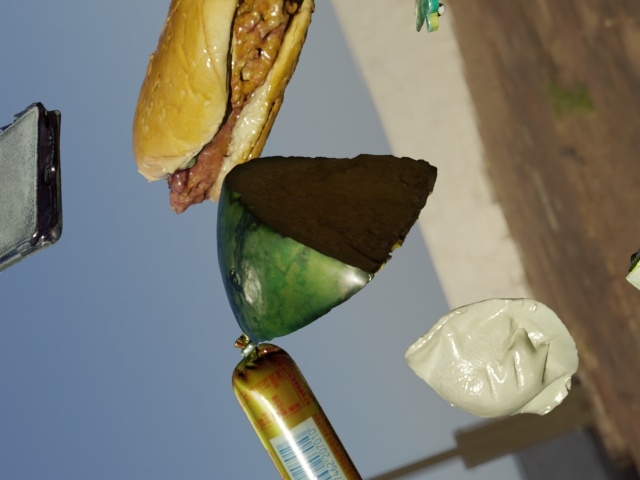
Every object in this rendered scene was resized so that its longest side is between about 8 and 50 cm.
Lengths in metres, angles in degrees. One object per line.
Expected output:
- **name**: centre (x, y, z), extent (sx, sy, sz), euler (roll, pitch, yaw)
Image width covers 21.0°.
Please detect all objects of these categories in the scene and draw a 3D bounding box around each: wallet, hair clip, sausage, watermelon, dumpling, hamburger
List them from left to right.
- **wallet**: centre (-0.356, -0.045, 1.946), extent (0.036, 0.222, 0.167), euler (10, -113, -36)
- **hamburger**: centre (-0.102, -0.187, 1.876), extent (0.245, 0.155, 0.282), euler (141, 143, -66)
- **watermelon**: centre (-0.005, 0.009, 0.825), extent (0.181, 0.092, 0.075), euler (-58, -19, -70)
- **sausage**: centre (0.014, 0.252, 1.675), extent (0.371, 0.082, 0.082), euler (60, -176, -4)
- **hair clip**: centre (0.100, -0.238, 1.633), extent (0.173, 0.049, 0.049), euler (68, -178, -70)
- **dumpling**: centre (0.194, 0.123, 1.888), extent (0.181, 0.155, 0.111), euler (9, -145, -49)

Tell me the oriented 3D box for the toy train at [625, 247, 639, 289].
- **toy train**: centre (0.367, 0.079, 1.451), extent (0.250, 0.053, 0.085), euler (36, -157, -4)
